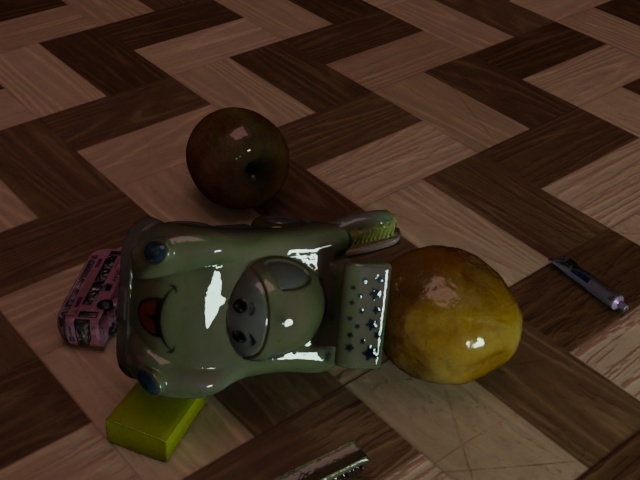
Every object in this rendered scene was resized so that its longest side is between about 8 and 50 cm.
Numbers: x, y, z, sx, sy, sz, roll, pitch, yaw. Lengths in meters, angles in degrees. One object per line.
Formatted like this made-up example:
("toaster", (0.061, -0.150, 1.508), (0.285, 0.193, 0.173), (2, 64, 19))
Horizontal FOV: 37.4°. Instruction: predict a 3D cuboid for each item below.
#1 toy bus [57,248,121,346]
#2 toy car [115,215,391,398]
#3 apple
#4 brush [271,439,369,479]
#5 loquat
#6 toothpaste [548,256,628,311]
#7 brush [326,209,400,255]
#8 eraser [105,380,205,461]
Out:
("toy bus", (-0.356, 0.089, 1.534), (0.090, 0.063, 0.203), (3, 35, 6))
("toy car", (-0.095, 0.095, 1.330), (0.336, 0.242, 0.226), (-4, 16, -38))
("apple", (-0.157, -0.155, 1.766), (0.188, 0.188, 0.174), (-16, 36, -23))
("brush", (-0.051, 0.336, 1.253), (0.248, 0.036, 0.043), (-22, 39, -19))
("loquat", (0.189, 0.109, 1.430), (0.238, 0.193, 0.238), (6, 43, -6))
("toothpaste", (0.466, 0.072, 1.634), (0.045, 0.028, 0.170), (-9, 34, -32))
("brush", (-0.001, -0.002, 1.677), (0.313, 0.067, 0.072), (-14, 41, -18))
("eraser", (-0.233, 0.245, 1.348), (0.097, 0.045, 0.122), (15, 38, 15))
